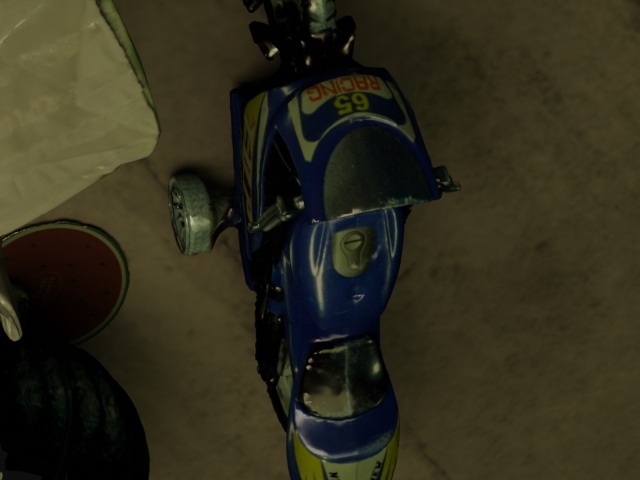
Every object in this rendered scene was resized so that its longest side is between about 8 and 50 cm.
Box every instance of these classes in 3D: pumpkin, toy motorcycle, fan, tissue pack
[{"bbox_3d":[-0.181,0.110,0.838,0.194,0.150,0.194,-13,134,-13],"label":"pumpkin"},{"bbox_3d":[0.000,0.000,0.823,0.113,0.169,0.315,-11,126,-15],"label":"toy motorcycle"},{"bbox_3d":[-0.162,0.020,0.879,0.133,0.005,0.085,12,119,-28],"label":"fan"},{"bbox_3d":[-0.158,-0.073,0.673,0.159,0.229,0.145,-28,130,-2],"label":"tissue pack"}]
